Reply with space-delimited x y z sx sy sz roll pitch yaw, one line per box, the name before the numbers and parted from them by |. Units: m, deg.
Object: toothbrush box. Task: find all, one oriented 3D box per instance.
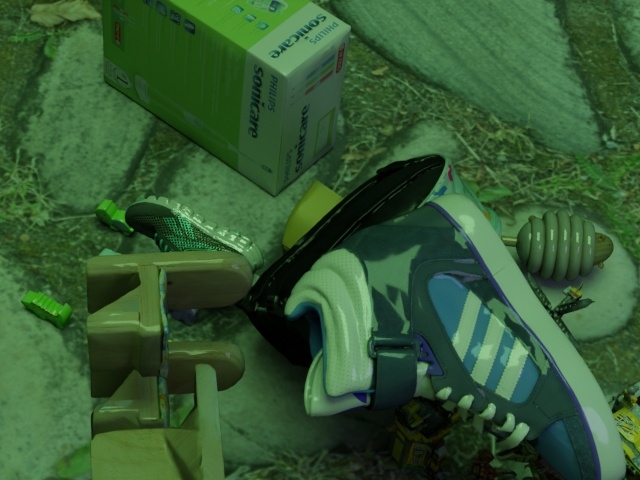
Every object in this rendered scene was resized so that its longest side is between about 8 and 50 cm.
toothbrush box | -0.117 -0.220 1.934 0.283 0.206 0.122 35 56 21

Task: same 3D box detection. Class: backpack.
backpack | 0.070 0.032 1.710 0.191 0.225 0.253 44 75 -15

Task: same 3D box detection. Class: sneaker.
sneaker | 0.106 0.136 1.511 0.236 0.130 0.323 -30 85 -14
sneaker | -0.148 0.009 1.777 0.166 0.065 0.076 23 59 18

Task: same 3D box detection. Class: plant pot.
plant pot | 0.000 0.000 1.855 0.081 0.081 0.083 35 67 20

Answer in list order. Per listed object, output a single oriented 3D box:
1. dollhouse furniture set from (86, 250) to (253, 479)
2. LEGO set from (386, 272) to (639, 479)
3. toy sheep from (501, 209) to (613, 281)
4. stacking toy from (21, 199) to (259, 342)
dollhouse furniture set | -0.070 0.264 1.431 0.256 0.394 0.362 -2 52 -8
LEGO set | 0.230 0.199 1.644 0.255 0.192 0.331 -21 56 -21
toy sheep | 0.269 0.006 1.875 0.132 0.091 0.091 0 51 1
stacking toy | -0.192 0.049 1.809 0.221 0.052 0.167 24 53 13
